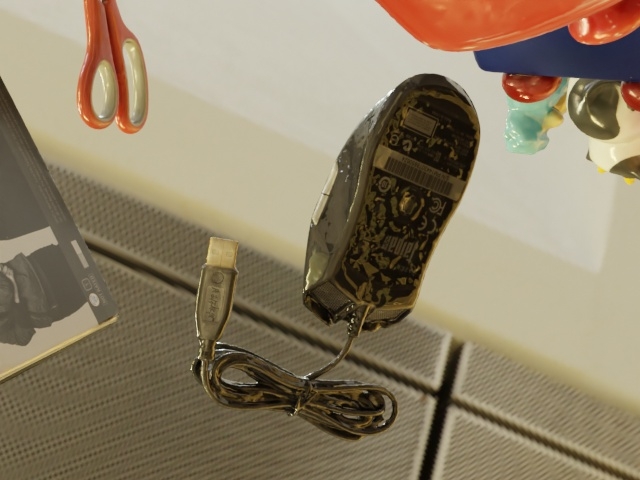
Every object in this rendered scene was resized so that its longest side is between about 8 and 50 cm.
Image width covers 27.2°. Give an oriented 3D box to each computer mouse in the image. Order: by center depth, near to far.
[{"bbox_3d":[0.000,0.000,0.900,0.184,0.060,0.262,13,-84,-35],"label":"computer mouse"}]

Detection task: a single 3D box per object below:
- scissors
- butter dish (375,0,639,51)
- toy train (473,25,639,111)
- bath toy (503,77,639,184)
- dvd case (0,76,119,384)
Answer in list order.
[{"bbox_3d":[-0.213,-0.247,1.278,0.109,0.021,0.297,-24,-69,-59],"label":"scissors"},{"bbox_3d":[0.083,-0.123,0.477,0.118,0.160,0.160,55,-144,-28],"label":"butter dish"},{"bbox_3d":[0.229,-0.165,0.860,0.248,0.105,0.143,9,-128,33],"label":"toy train"},{"bbox_3d":[0.318,-0.080,1.123,0.348,0.129,0.151,25,-171,37],"label":"bath toy"},{"bbox_3d":[-0.175,-0.017,0.424,0.179,0.029,0.239,64,-151,-2],"label":"dvd case"}]
